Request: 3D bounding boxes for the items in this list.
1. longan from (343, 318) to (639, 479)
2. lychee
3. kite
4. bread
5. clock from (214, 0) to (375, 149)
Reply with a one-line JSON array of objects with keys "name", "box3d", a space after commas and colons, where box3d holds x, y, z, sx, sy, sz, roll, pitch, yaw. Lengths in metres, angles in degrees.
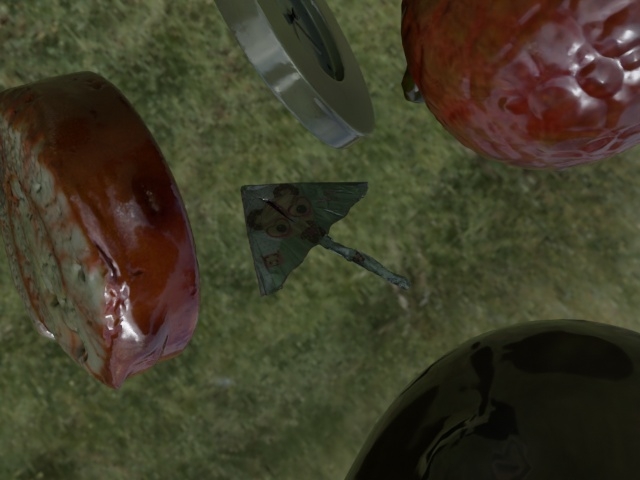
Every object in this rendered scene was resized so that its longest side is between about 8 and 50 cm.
[{"name": "longan", "box3d": [0.154, 0.226, 0.713, 0.361, 0.361, 0.361, -35, 157, -17]}, {"name": "lychee", "box3d": [0.166, -0.171, 0.790, 0.255, 0.300, 0.255, 0, 90, -55]}, {"name": "kite", "box3d": [0.000, -0.001, 1.375, 0.229, 0.250, 0.012, -51, 163, -32]}, {"name": "bread", "box3d": [-0.236, -0.015, 1.106, 0.114, 0.327, 0.295, -18, 114, -26]}, {"name": "clock", "box3d": [-0.027, -0.179, 0.897, 0.029, 0.235, 0.235, -29, 162, 17]}]
